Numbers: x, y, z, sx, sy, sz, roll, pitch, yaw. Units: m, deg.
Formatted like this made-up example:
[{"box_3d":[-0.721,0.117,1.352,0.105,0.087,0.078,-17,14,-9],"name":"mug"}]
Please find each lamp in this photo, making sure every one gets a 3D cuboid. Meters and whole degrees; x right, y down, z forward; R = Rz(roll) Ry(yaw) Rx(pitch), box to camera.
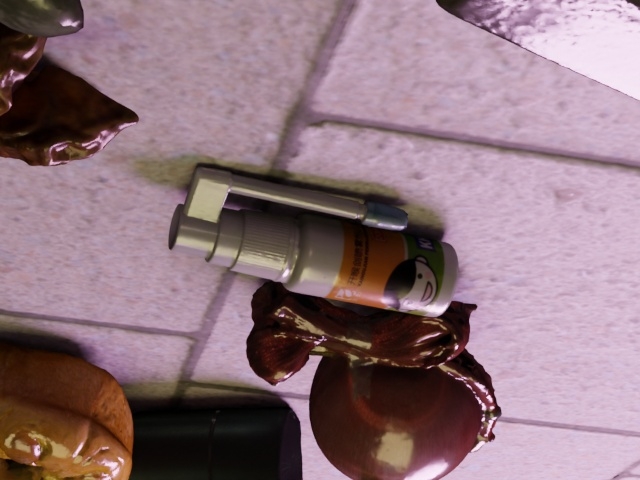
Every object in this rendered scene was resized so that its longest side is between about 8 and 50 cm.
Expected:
[{"box_3d":[0.048,0.120,1.224,0.215,0.151,0.223,-2,113,2],"name":"lamp"}]

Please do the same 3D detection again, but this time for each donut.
[{"box_3d":[-0.287,0.186,1.361,0.226,0.114,0.226,4,146,3],"name":"donut"}]

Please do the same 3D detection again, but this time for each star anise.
[{"box_3d":[-0.213,-0.088,0.857,0.196,0.111,0.212,6,147,-23],"name":"star anise"}]

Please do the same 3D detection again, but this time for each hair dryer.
[{"box_3d":[-0.127,0.262,1.559,0.244,0.116,0.302,-1,161,12],"name":"hair dryer"}]

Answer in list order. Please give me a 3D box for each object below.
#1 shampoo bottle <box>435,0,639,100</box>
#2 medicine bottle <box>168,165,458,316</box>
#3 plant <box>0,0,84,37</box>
[{"box_3d":[0.176,-0.129,0.764,0.246,0.080,0.079,19,151,-29],"name":"shampoo bottle"},{"box_3d":[0.000,0.000,1.068,0.220,0.061,0.092,11,128,-18],"name":"medicine bottle"},{"box_3d":[-0.197,-0.194,0.593,0.149,0.146,0.274,-11,156,35],"name":"plant"}]
